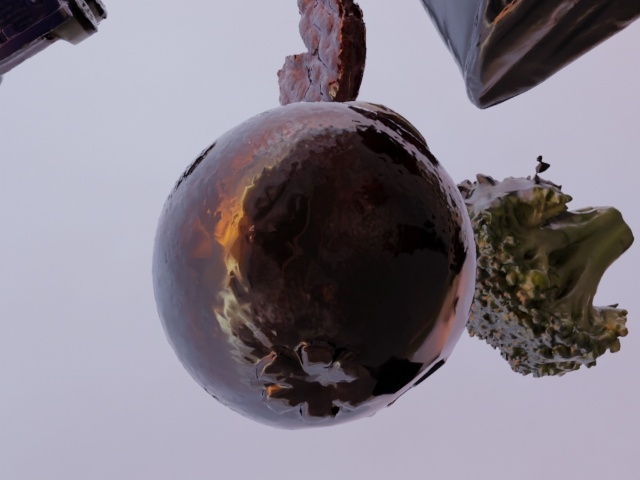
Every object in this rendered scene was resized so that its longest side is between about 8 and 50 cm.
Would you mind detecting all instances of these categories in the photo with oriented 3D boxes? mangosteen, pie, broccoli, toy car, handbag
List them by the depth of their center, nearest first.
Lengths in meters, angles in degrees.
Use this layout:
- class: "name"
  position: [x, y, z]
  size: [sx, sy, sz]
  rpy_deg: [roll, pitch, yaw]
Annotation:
- class: "mangosteen"
  position: [0.000, 0.000, 0.583]
  size: [0.194, 0.194, 0.230]
  rpy_deg: [42, -149, -22]
- class: "handbag"
  position: [0.178, -0.318, 0.996]
  size: [0.178, 0.275, 0.302]
  rpy_deg: [27, -143, -51]
- class: "toy car"
  position: [-0.348, -0.260, 1.071]
  size: [0.172, 0.235, 0.158]
  rpy_deg: [-32, -68, 3]
- class: "pie"
  position: [0.001, -0.241, 1.319]
  size: [0.054, 0.204, 0.219]
  rpy_deg: [0, -45, -25]
- class: "broccoli"
  position: [0.334, 0.029, 1.472]
  size: [0.281, 0.348, 0.293]
  rpy_deg: [-29, -43, -19]
